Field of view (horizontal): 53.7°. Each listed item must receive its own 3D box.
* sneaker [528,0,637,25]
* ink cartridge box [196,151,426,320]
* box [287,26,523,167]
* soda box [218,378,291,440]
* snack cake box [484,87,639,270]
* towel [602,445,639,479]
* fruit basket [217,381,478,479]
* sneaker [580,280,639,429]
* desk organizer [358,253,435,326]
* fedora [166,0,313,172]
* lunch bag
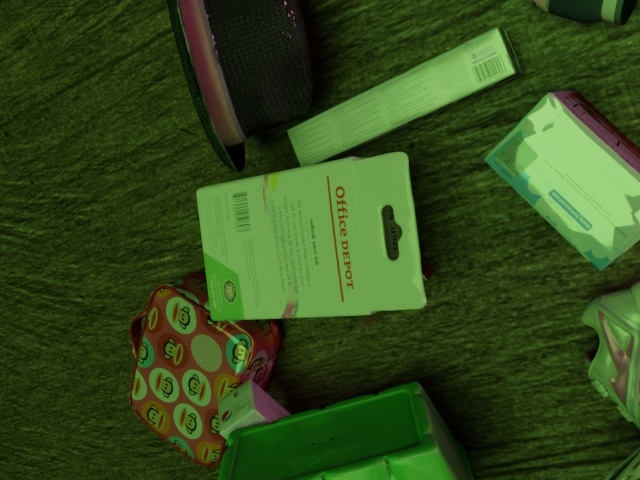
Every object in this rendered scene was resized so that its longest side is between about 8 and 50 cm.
[{"bbox_3d":[0.306,-0.404,0.682,0.131,0.112,0.318,18,105,31],"label":"sneaker"},{"bbox_3d":[0.000,0.000,0.890,0.354,0.119,0.206,-6,91,35],"label":"ink cartridge box"},{"bbox_3d":[0.106,-0.185,0.859,0.324,0.063,0.067,-22,91,29],"label":"box"},{"bbox_3d":[-0.066,0.318,0.998,0.069,0.074,0.216,-36,119,8],"label":"soda box"},{"bbox_3d":[0.284,-0.081,0.681,0.152,0.264,0.089,46,118,10],"label":"snack cake box"},{"bbox_3d":[0.533,0.238,0.694,0.317,0.053,0.331,25,115,-9],"label":"towel"},{"bbox_3d":[0.055,0.417,0.894,0.393,0.283,0.391,0,107,0],"label":"fruit basket"},{"bbox_3d":[0.395,0.167,0.790,0.111,0.103,0.252,-10,96,36],"label":"sneaker"},{"bbox_3d":[0.102,0.068,0.933,0.130,0.047,0.050,-42,85,28],"label":"desk organizer"},{"bbox_3d":[-0.094,-0.265,0.844,0.153,0.334,0.333,-12,97,2],"label":"fedora"},{"bbox_3d":[-0.221,0.211,1.086,0.258,0.120,0.292,28,114,18],"label":"lunch bag"}]
